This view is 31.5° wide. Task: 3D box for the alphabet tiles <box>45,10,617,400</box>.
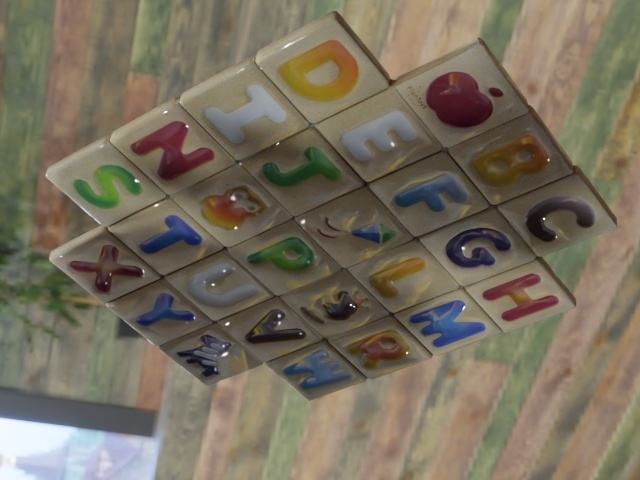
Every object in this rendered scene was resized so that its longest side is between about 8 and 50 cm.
[{"bbox_3d":[0.000,0.000,0.747,0.342,0.285,0.011,-24,39,28],"label":"alphabet tiles"}]
